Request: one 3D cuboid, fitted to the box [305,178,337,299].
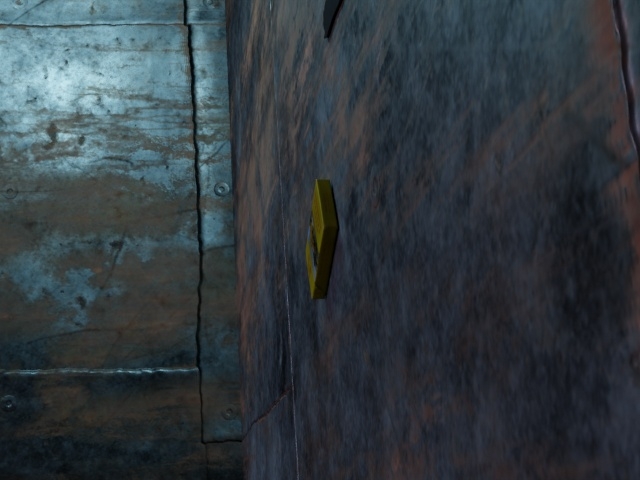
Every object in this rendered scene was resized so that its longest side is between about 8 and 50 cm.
[{"bbox_3d":[0.000,0.000,1.342,0.155,0.023,0.087,99,164,-49],"label":"box"}]

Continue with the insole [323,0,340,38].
[{"bbox_3d":[0.018,-0.313,1.244,0.188,0.004,0.064,114,154,-70],"label":"insole"}]
